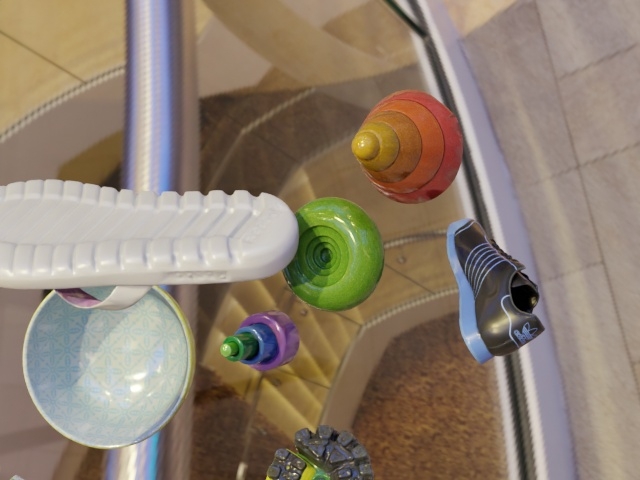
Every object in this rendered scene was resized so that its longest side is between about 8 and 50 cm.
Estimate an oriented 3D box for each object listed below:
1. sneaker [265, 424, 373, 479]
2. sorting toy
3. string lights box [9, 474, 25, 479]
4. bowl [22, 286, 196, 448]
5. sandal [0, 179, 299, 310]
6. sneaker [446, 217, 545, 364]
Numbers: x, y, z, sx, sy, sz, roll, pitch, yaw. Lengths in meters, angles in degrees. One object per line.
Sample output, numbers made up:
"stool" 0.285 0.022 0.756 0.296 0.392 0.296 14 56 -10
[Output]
"sneaker" -0.016 0.362 1.016 0.134 0.146 0.343 12 62 20
"sorting toy" 0.000 0.000 1.111 0.127 0.126 0.365 43 111 19
"string lights box" -0.457 0.451 1.487 0.133 0.260 0.076 27 114 9
"bowl" -0.328 0.191 1.769 0.290 0.156 0.289 0 89 11
"sandal" -0.228 0.020 1.162 0.416 0.102 0.169 3 38 14
"sneaker" 0.213 0.048 1.279 0.090 0.081 0.232 -25 38 20
